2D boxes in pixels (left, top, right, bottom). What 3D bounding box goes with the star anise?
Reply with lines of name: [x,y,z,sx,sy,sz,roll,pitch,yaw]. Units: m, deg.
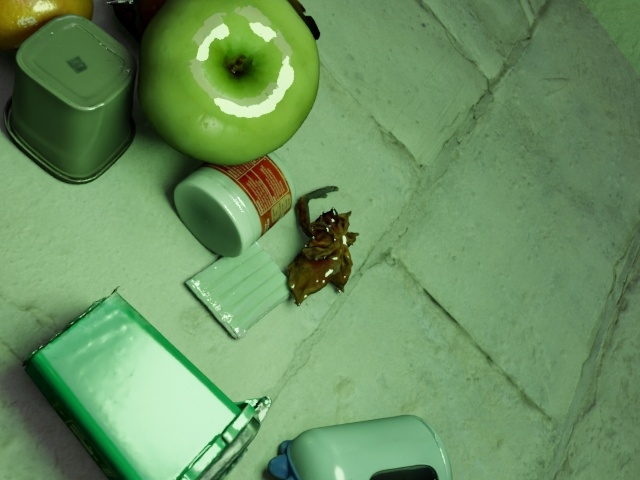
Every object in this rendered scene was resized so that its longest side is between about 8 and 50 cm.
star anise: [0.011,-0.003,1.445,0.237,0.148,0.346,63,27,-51]

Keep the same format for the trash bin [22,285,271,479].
trash bin: [-0.314,0.285,1.096,0.381,0.259,0.295,51,57,-6]

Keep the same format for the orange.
orange: [-0.566,-0.462,1.170,0.240,0.240,0.171,-23,114,-35]

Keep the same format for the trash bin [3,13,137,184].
trash bin: [-0.468,-0.271,1.164,0.219,0.250,0.219,36,60,-9]

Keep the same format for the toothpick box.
toothpick box: [0.068,0.499,1.293,0.355,0.263,0.262,3,75,-30]

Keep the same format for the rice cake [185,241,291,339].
rice cake: [-0.173,0.104,1.363,0.189,0.037,0.198,51,56,-9]

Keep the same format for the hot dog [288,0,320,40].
hot dog: [-0.148,-0.617,1.556,0.194,0.107,0.326,-16,75,-44]

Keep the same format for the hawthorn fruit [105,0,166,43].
hawthorn fruit: [-0.325,-0.533,1.332,0.301,0.268,0.267,-12,83,-32]

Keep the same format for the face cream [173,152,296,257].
face cream: [-0.182,-0.094,1.318,0.201,0.201,0.187,51,57,-10]

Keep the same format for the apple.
apple: [-0.179,-0.313,1.163,0.357,0.357,0.357,10,71,-29]
